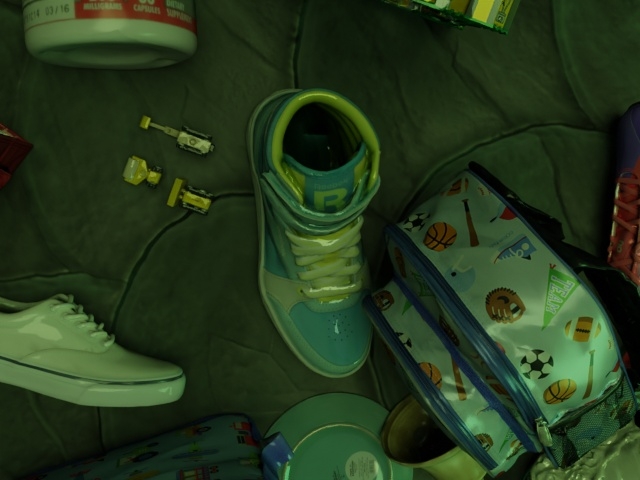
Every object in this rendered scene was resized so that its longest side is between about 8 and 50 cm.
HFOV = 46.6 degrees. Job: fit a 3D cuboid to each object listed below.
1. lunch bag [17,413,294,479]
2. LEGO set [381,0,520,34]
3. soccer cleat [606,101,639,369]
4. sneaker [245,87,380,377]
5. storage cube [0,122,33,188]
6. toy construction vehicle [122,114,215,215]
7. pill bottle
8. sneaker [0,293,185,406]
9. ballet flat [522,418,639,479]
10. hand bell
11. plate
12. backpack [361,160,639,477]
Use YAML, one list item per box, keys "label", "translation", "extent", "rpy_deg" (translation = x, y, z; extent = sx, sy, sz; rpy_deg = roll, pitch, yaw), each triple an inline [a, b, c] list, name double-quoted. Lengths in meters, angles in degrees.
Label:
- label: "lunch bag"
  translation: [-0.164, 0.258, 0.710]
  extent: [0.293, 0.221, 0.138]
  rpy_deg: [-27, 98, -8]
- label: "LEGO set"
  translation: [0.090, -0.320, 0.686]
  extent: [0.255, 0.331, 0.192]
  rpy_deg: [21, 106, 3]
- label: "soccer cleat"
  translation: [0.381, 0.001, 0.860]
  extent: [0.116, 0.108, 0.318]
  rpy_deg: [-16, 98, -5]
- label: "sneaker"
  translation: [0.000, 0.000, 0.735]
  extent: [0.127, 0.208, 0.319]
  rpy_deg: [-15, 96, -11]
- label: "storage cube"
  translation: [-0.410, -0.068, 0.668]
  extent: [0.215, 0.183, 0.193]
  rpy_deg: [36, 87, -10]
- label: "toy construction vehicle"
  translation: [-0.154, -0.081, 0.795]
  extent: [0.098, 0.035, 0.086]
  rpy_deg: [18, 100, -8]
- label: "pill bottle"
  translation: [-0.204, -0.317, 0.705]
  extent: [0.161, 0.161, 0.283]
  rpy_deg: [-3, 94, -10]
- label: "sneaker"
  translation: [-0.259, 0.103, 0.749]
  extent: [0.258, 0.094, 0.091]
  rpy_deg: [13, 95, -10]
- label: "ballet flat"
  translation: [0.431, 0.242, 0.865]
  extent: [0.409, 0.147, 0.147]
  rpy_deg: [-23, 97, -8]
- label: "hand bell"
  translation: [0.182, 0.287, 0.852]
  extent: [0.126, 0.126, 0.242]
  rpy_deg: [-36, 111, -7]
- label: "plate"
  translation: [0.018, 0.268, 0.845]
  extent: [0.188, 0.024, 0.188]
  rpy_deg: [0, 92, -10]
- label: "backpack"
  translation: [0.160, 0.071, 0.695]
  extent: [0.213, 0.276, 0.263]
  rpy_deg: [-36, 137, -8]
